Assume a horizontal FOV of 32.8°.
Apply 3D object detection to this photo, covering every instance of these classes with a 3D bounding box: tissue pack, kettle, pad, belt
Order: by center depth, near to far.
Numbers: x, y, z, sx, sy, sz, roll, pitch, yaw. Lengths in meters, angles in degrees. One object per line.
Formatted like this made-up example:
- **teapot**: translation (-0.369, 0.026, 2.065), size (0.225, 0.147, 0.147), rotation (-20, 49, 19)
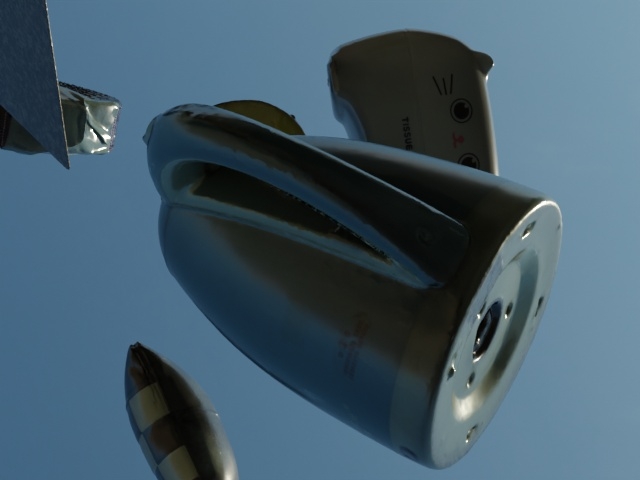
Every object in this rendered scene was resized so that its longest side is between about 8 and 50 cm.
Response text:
- **kettle**: translation (0.000, 0.000, 0.931), size (0.342, 0.319, 0.247), rotation (24, -112, 24)
- **pad**: translation (-0.291, -0.196, 1.035), size (0.003, 0.235, 0.158), rotation (-28, -130, -30)
- **tissue pack**: translation (0.141, -0.140, 1.588), size (0.236, 0.229, 0.332), rotation (-8, -85, 0)
- **belt**: translation (-0.475, -0.206, 1.734), size (0.325, 0.122, 0.260), rotation (5, -166, -42)

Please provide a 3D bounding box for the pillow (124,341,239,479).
- **pillow**: translation (-0.170, 0.260, 1.379), size (0.106, 0.186, 0.249), rotation (-26, -112, -9)

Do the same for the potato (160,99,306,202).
- **potato**: translation (-0.097, -0.094, 1.372), size (0.178, 0.203, 0.158), rotation (21, -162, 1)
